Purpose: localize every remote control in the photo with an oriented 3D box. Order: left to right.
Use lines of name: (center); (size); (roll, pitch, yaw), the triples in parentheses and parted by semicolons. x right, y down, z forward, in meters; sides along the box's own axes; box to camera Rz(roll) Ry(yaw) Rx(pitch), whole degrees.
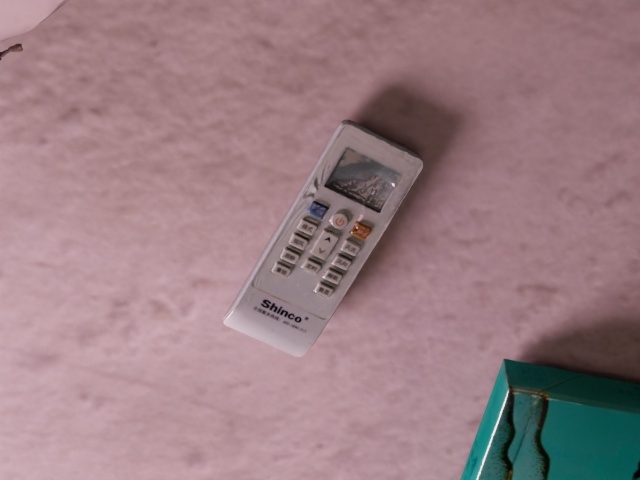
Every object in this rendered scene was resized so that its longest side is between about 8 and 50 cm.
remote control: (0.000, 0.000, 0.991); (0.061, 0.029, 0.162); (25, 111, -17)

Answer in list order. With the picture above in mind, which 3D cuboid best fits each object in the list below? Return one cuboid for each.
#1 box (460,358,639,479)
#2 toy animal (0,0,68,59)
box: (0.213, 0.173, 1.085); (0.226, 0.042, 0.161); (10, 119, -7)
toy animal: (-0.116, -0.189, 0.805); (0.325, 0.154, 0.208); (-1, 147, -10)
